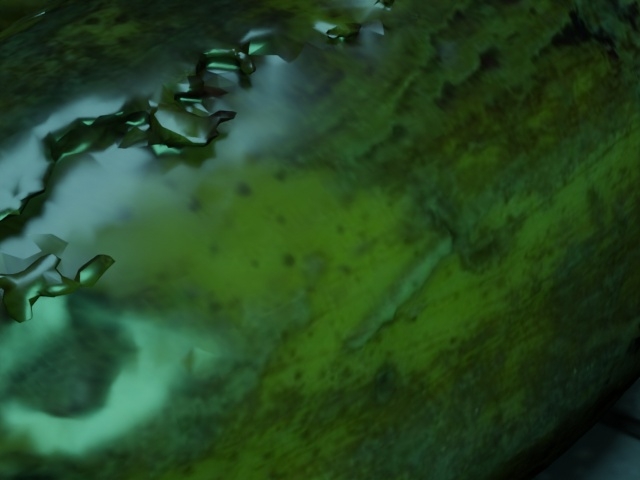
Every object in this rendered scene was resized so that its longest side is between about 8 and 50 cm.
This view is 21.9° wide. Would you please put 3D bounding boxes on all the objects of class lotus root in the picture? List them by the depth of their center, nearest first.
[{"bbox_3d":[0.000,0.000,0.494,0.179,0.196,0.397,31,43,29],"label":"lotus root"}]

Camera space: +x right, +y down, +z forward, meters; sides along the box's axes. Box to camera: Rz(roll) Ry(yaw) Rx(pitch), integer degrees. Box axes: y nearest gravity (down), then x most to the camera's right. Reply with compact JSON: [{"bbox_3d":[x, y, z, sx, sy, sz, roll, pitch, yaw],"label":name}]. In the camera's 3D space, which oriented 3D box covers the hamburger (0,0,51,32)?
[{"bbox_3d":[-0.076,-0.154,0.728,0.284,0.174,0.304,2,35,6],"label":"hamburger"}]
